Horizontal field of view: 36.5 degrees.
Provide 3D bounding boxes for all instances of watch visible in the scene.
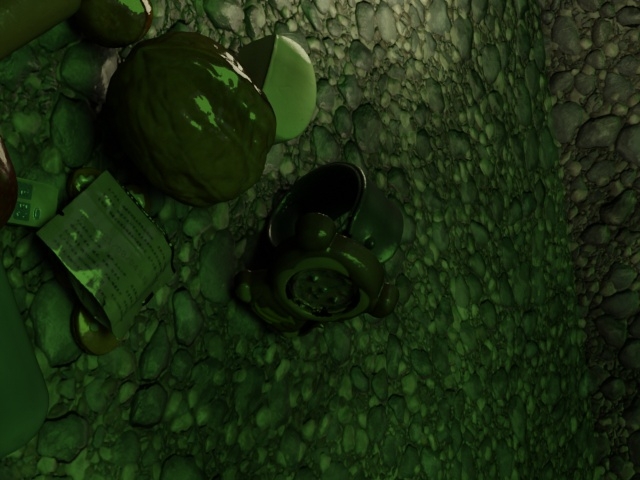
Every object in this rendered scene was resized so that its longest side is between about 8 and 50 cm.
[{"bbox_3d":[0.000,0.000,2.131,0.314,0.335,0.326,44,35,-33],"label":"watch"}]

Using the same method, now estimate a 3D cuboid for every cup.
[{"bbox_3d":[-0.546,0.173,1.473,0.205,0.206,0.312,-36,119,-46],"label":"cup"}]

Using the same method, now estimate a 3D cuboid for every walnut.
[{"bbox_3d":[-0.247,-0.237,1.828,0.344,0.306,0.306,59,45,-42],"label":"walnut"}]

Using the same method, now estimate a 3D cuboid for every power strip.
[{"bbox_3d":[-0.532,-0.069,1.657,0.192,0.035,0.081,13,77,-49],"label":"power strip"}]

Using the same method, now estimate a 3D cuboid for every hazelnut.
[{"bbox_3d":[-0.382,-0.436,1.799,0.150,0.150,0.150,6,82,-50],"label":"hazelnut"}]

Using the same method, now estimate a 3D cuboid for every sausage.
[{"bbox_3d":[-0.525,-0.382,1.625,0.253,0.123,0.123,-50,124,-42],"label":"sausage"}]

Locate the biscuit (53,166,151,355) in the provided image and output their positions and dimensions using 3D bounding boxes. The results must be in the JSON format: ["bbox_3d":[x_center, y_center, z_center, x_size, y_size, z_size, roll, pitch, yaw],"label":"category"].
[{"bbox_3d":[-0.393,0.045,1.808,0.216,0.047,0.339,19,71,-47],"label":"biscuit"}]

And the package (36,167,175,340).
[{"bbox_3d":[-0.370,0.023,1.756,0.204,0.062,0.250,-54,125,-39],"label":"package"}]

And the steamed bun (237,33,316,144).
[{"bbox_3d":[-0.107,-0.310,2.110,0.164,0.146,0.241,33,60,-41],"label":"steamed bun"}]

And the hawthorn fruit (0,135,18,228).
[{"bbox_3d":[-0.550,-0.089,1.353,0.258,0.258,0.261,6,90,-50],"label":"hawthorn fruit"}]
